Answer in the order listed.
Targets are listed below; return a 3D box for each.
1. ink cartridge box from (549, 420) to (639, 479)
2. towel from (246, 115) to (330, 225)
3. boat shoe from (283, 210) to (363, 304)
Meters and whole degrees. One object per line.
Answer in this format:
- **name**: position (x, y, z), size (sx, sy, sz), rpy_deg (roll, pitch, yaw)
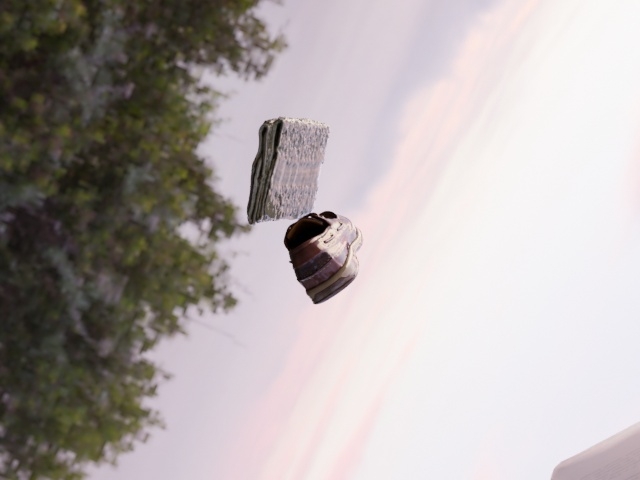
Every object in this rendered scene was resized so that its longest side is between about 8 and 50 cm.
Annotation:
- **ink cartridge box**: position (0.232, 0.100, 0.479), size (0.308, 0.091, 0.385), rpy_deg (-31, 179, 14)
- **towel**: position (-0.033, -0.071, 1.262), size (0.148, 0.027, 0.110), rpy_deg (-12, 117, -67)
- **boat shoe**: position (0.000, 0.000, 1.191), size (0.064, 0.060, 0.178), rpy_deg (-35, -166, 10)
